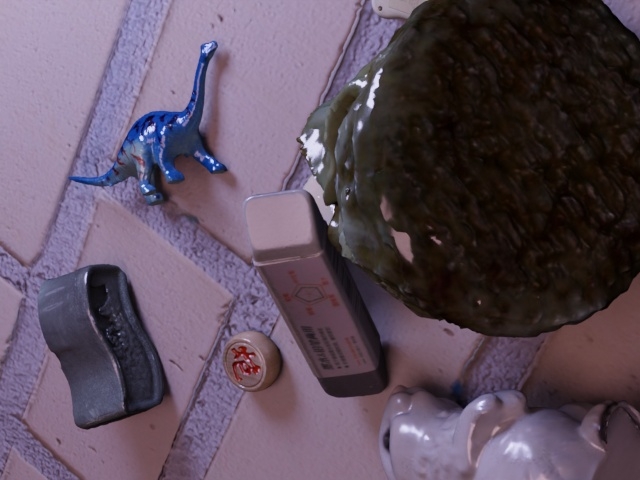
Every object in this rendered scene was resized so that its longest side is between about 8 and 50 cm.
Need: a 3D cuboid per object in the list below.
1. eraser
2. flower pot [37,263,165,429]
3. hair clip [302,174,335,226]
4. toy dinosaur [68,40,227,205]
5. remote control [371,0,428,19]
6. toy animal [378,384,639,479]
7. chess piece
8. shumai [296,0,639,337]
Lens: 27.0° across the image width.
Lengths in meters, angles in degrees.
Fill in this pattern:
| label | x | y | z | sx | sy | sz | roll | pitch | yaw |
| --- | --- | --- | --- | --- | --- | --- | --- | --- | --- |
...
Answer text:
| label | x | y | z | sx | sy | sz | roll | pitch | yaw |
| --- | --- | --- | --- | --- | --- | --- | --- | --- | --- |
| eraser | 0.000 | 0.073 | 1.590 | 0.089 | 0.061 | 0.352 | -9 | 139 | 14 |
| flower pot | -0.314 | 0.148 | 1.905 | 0.108 | 0.103 | 0.229 | -19 | 90 | 36 |
| hair clip | -0.003 | -0.001 | 1.676 | 0.159 | 0.071 | 0.218 | 37 | 120 | 47 |
| toy dinosaur | -0.217 | -0.117 | 1.787 | 0.329 | 0.076 | 0.144 | -39 | 72 | 33 |
| remote control | 0.117 | -0.280 | 1.534 | 0.122 | 0.032 | 0.074 | 26 | 116 | 28 |
| toy animal | 0.218 | 0.275 | 1.536 | 0.357 | 0.194 | 0.257 | -3 | 125 | 51 |
| chess piece | -0.092 | 0.162 | 1.794 | 0.084 | 0.038 | 0.083 | 8 | 105 | 33 |
| shumai | 0.153 | -0.053 | 1.426 | 0.395 | 0.395 | 0.348 | 61 | 153 | 6 |
